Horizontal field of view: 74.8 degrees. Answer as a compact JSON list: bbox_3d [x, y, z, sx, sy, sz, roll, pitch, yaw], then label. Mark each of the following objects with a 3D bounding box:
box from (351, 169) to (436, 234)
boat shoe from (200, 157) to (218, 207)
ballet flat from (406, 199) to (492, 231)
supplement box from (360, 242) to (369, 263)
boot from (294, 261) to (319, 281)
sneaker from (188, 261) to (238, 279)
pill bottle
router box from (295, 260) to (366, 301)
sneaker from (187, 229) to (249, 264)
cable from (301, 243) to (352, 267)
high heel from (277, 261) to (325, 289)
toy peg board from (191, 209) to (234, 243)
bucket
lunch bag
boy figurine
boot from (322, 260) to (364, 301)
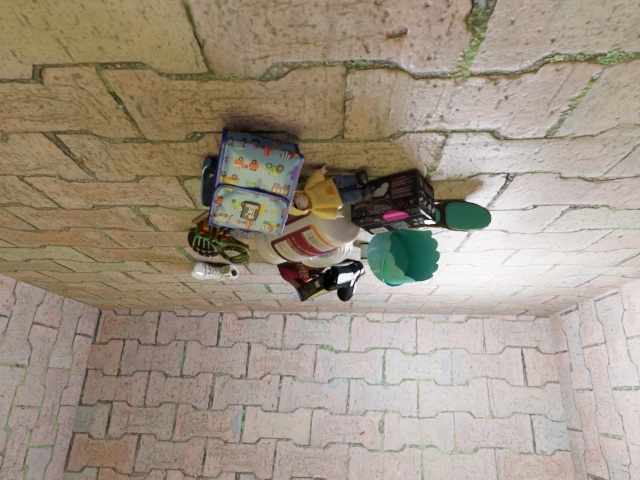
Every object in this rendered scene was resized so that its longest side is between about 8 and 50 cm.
[{"bbox_3d":[0.250,-0.125,1.444,0.247,0.142,0.163,-10,158,33],"label":"box"},{"bbox_3d":[-0.352,-0.174,1.408,0.089,0.109,0.258,11,160,-10],"label":"boat shoe"},{"bbox_3d":[0.457,-0.091,1.586,0.349,0.123,0.123,0,159,4],"label":"ballet flat"},{"bbox_3d":[0.222,0.064,2.033,0.056,0.083,0.083,-1,159,8],"label":"supplement box"},{"bbox_3d":[-0.112,0.099,1.936,0.244,0.176,0.088,13,156,-26],"label":"boot"},{"bbox_3d":[-0.592,0.169,2.371,0.169,0.108,0.292,-11,166,26],"label":"sneaker"},{"bbox_3d":[-0.061,-0.043,1.571,0.224,0.224,0.392,19,154,-39],"label":"pill bottle"},{"bbox_3d":[0.058,0.218,2.241,0.309,0.081,0.243,-12,163,-46],"label":"router box"},{"bbox_3d":[-0.467,0.023,1.943,0.300,0.111,0.121,22,-161,-6],"label":"sneaker"},{"bbox_3d":[0.015,0.019,1.829,0.257,0.089,0.257,-21,140,11],"label":"cable"},{"bbox_3d":[-0.086,0.124,2.229,0.181,0.127,0.377,47,126,-3],"label":"high heel"},{"bbox_3d":[-0.447,-0.050,1.792,0.161,0.079,0.161,18,155,-37],"label":"toy peg board"},{"bbox_3d":[0.345,0.060,1.774,0.281,0.281,0.183,13,160,-28],"label":"bucket"},{"bbox_3d":[-0.197,-0.147,1.214,0.221,0.138,0.293,9,116,-17],"label":"lunch bag"},{"bbox_3d":[0.014,-0.151,1.335,0.285,0.177,0.092,-14,178,-16],"label":"boy figurine"},{"bbox_3d":[0.085,0.207,1.994,0.207,0.094,0.246,-9,133,-43],"label":"boot"}]
